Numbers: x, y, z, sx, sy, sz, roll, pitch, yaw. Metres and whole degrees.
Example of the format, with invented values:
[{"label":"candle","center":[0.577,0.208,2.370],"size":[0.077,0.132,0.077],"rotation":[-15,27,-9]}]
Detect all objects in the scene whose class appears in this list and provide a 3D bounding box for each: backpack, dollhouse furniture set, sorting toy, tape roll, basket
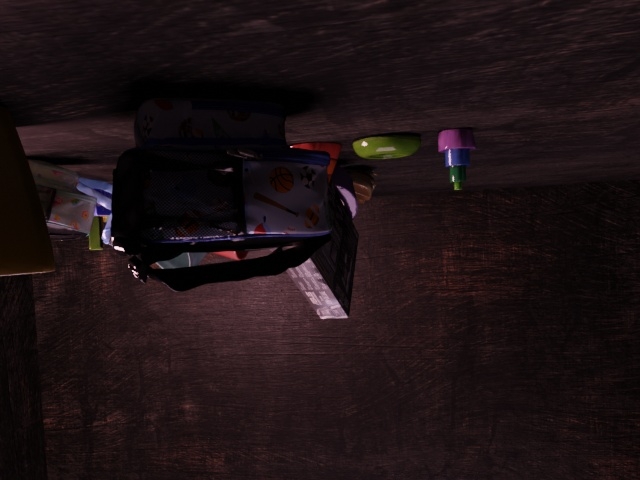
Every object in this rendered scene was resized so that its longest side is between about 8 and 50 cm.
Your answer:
[{"label":"backpack","center":[-0.535,-0.074,0.989],"size":[0.188,0.144,0.166],"rotation":[25,161,-38]},{"label":"dollhouse furniture set","center":[-0.708,-0.050,1.803],"size":[0.197,0.151,0.301],"rotation":[-4,-178,-22]},{"label":"sorting toy","center":[0.103,-0.126,0.960],"size":[0.365,0.126,0.127],"rotation":[-2,-178,18]},{"label":"tape roll","center":[-0.004,-0.101,1.287],"size":[0.189,0.080,0.189],"rotation":[-5,141,-4]},{"label":"backpack","center":[-0.119,-0.063,0.641],"size":[0.263,0.213,0.276],"rotation":[5,-175,-23]},{"label":"basket","center":[-0.465,-0.081,1.283],"size":[0.289,0.201,0.255],"rotation":[24,-176,-2]}]

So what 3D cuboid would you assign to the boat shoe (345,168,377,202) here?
[{"label":"boat shoe","center":[0.109,-0.172,1.502],"size":[0.104,0.089,0.285],"rotation":[23,179,-1]}]

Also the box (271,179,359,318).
[{"label":"box","center":[0.000,0.000,1.149],"size":[0.076,0.242,0.307],"rotation":[-5,144,21]}]

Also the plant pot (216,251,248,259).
[{"label":"plant pot","center":[-0.400,-0.072,1.953],"size":[0.243,0.275,0.275],"rotation":[7,-177,8]}]

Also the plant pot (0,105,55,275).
[{"label":"plant pot","center":[-0.432,-0.052,0.591],"size":[0.212,0.187,0.212],"rotation":[-3,-178,-28]}]

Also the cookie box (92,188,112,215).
[{"label":"cookie box","center":[-0.623,-0.117,1.488],"size":[0.040,0.092,0.107],"rotation":[-6,180,28]}]

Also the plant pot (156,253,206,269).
[{"label":"plant pot","center":[-0.443,-0.059,1.627],"size":[0.293,0.293,0.196],"rotation":[-2,-150,45]}]
